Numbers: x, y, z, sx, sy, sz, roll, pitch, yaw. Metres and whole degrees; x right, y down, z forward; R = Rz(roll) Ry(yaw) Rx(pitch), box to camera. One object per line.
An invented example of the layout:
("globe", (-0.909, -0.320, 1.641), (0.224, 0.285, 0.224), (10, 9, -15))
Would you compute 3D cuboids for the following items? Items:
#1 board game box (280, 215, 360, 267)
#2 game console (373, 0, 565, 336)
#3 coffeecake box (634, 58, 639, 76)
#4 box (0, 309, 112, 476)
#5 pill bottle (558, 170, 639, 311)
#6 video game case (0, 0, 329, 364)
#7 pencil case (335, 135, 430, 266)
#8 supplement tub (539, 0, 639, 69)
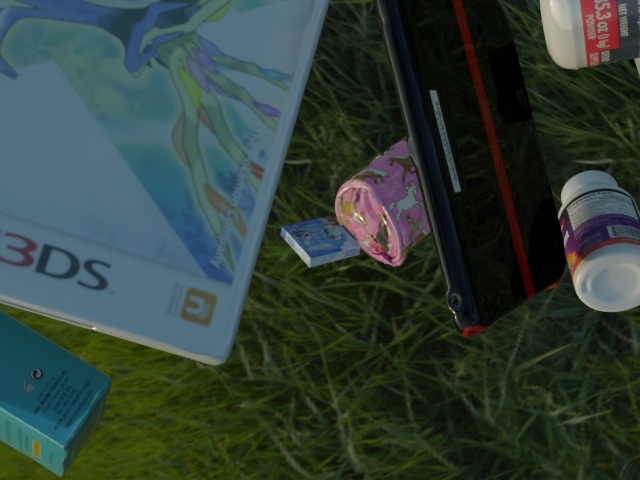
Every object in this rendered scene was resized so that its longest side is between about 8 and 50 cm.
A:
("board game box", (0.000, 0.000, 1.385), (0.090, 0.090, 0.020), (47, 140, 41))
("game console", (0.171, -0.109, 1.021), (0.060, 0.342, 0.387), (-15, 90, 32))
("coffeecake box", (0.604, -0.348, 1.487), (0.185, 0.068, 0.142), (-19, 93, -10))
("box", (-0.275, 0.077, 0.665), (0.244, 0.060, 0.100), (31, 149, 0))
("pill bottle", (0.376, -0.007, 1.207), (0.108, 0.108, 0.193), (-31, 31, 25))
("video game case", (-0.153, -0.125, 0.538), (0.036, 0.299, 0.329), (154, 133, -68))
("pencil case", (0.200, -0.111, 1.561), (0.160, 0.386, 0.167), (44, 147, 14))
("supplement tub", (0.325, -0.264, 0.788), (0.272, 0.191, 0.191), (-8, 86, 17))
